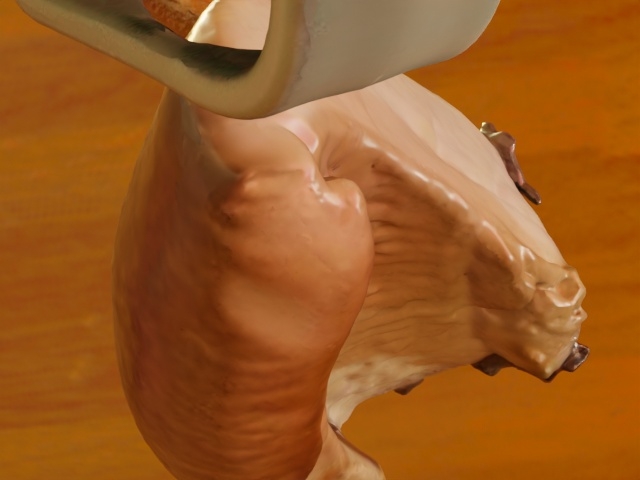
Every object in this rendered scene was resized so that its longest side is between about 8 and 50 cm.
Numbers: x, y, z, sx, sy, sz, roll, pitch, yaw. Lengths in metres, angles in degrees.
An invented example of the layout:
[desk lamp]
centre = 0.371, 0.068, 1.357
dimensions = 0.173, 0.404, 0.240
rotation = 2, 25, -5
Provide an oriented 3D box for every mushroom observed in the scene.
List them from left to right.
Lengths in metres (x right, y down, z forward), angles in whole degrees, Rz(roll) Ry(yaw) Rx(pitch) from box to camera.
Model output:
[mushroom]
centre = -0.039, 0.021, 1.033
dimensions = 0.313, 0.397, 0.224
rotation = -39, 60, 13

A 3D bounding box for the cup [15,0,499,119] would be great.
[cup]
centre = -0.046, -0.266, 0.488
dimensions = 0.401, 0.392, 0.310
rotation = 38, 63, 2

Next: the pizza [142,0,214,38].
[pizza]
centre = -0.080, -0.314, 1.726
dimensions = 0.189, 0.071, 0.297
rotation = 28, 61, 6
